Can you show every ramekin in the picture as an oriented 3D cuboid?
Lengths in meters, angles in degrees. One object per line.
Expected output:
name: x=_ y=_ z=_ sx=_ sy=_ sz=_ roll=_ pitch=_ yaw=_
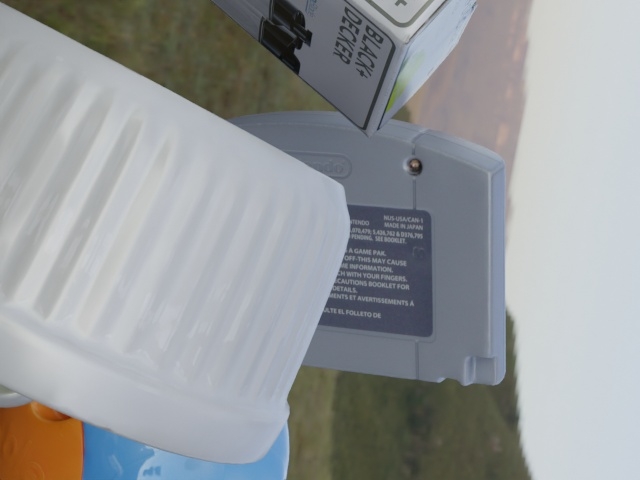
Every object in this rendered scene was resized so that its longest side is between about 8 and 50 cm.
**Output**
ramekin: x=-0.086 y=-0.011 z=0.527 sx=0.109 sy=0.207 sz=0.207 roll=-62 pitch=179 yaw=2

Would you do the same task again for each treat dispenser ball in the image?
treat dispenser ball: x=-0.172 y=0.197 z=1.304 sx=0.288 sy=0.288 sz=0.288 roll=11 pitch=90 yaw=-88

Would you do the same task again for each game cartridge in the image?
game cartridge: x=0.000 y=0.000 z=1.054 sx=0.060 sy=0.294 sz=0.196 roll=-37 pitch=128 yaw=-59

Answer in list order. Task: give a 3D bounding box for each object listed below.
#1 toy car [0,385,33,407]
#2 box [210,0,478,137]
toy car: x=-0.150 y=0.001 z=0.792 sx=0.159 sy=0.182 sz=0.136 roll=96 pitch=-20 yaw=-50
box: x=-0.042 y=-0.202 z=0.782 sx=0.087 sy=0.290 sz=0.169 roll=-48 pitch=176 yaw=-13
